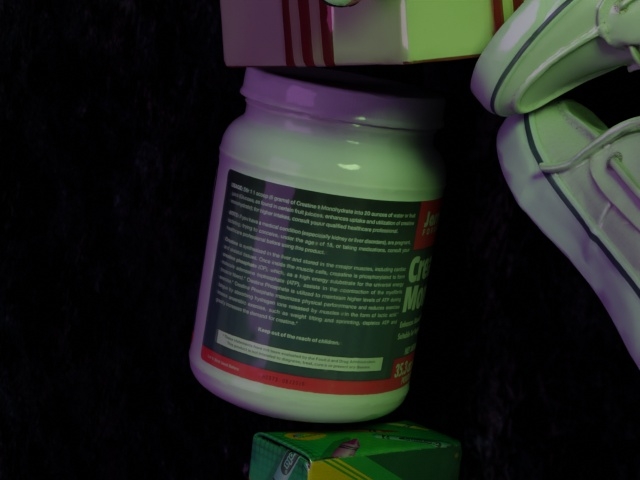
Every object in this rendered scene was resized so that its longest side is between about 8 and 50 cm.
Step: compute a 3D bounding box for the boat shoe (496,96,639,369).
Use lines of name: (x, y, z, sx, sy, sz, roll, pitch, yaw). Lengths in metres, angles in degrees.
boat shoe: (0.239, -0.027, 1.003, 0.156, 0.136, 0.367, -54, 30, 22)

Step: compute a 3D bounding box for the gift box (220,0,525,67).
gift box: (0.085, -0.266, 1.145, 0.276, 0.255, 0.258, 4, 102, 46)

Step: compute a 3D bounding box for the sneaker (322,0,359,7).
sneaker: (0.020, -0.247, 0.994, 0.077, 0.072, 0.178, -15, 97, 36)

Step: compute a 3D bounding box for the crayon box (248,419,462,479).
crayon box: (0.016, 0.296, 1.278, 0.081, 0.165, 0.278, 17, 103, 51)

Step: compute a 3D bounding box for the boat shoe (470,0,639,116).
boat shoe: (0.226, -0.158, 1.035, 0.267, 0.096, 0.088, -36, 67, 11)

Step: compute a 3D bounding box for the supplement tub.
supplement tub: (0.000, 0.000, 1.282, 0.191, 0.191, 0.272, 23, 108, 50)
